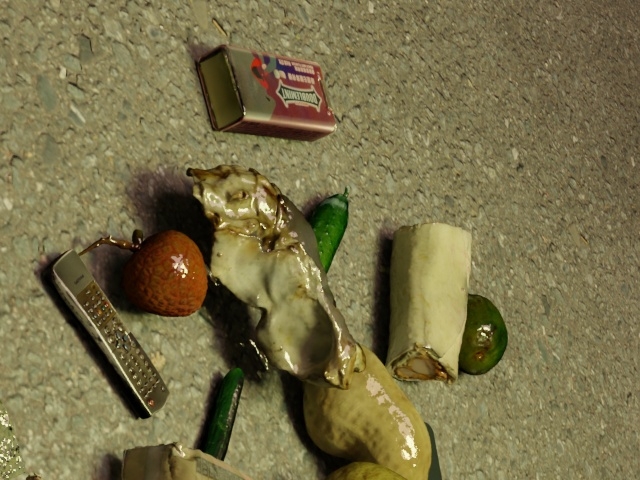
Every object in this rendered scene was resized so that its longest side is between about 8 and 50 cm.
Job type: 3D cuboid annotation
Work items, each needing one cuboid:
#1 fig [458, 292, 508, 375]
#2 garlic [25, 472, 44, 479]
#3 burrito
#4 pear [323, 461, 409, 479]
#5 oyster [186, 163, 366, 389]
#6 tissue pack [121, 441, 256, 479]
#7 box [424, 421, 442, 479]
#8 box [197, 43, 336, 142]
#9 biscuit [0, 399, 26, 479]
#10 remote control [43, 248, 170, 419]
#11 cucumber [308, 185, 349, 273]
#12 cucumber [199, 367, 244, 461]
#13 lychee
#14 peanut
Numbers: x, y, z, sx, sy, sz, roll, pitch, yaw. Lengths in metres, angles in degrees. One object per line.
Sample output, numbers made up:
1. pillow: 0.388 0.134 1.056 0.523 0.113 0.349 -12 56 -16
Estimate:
1. fig: 0.244 0.129 2.158 0.117 0.117 0.177 48 26 -28
2. garlic: -0.298 0.297 1.217 0.127 0.131 0.194 45 25 20
3. burrito: 0.165 0.080 2.056 0.143 0.105 0.299 40 41 -31
4. pear: 0.061 0.395 1.632 0.228 0.188 0.211 53 36 -25
5. oyster: -0.061 0.046 1.677 0.337 0.133 0.198 62 22 2
6. tissue pack: -0.126 0.364 1.439 0.215 0.123 0.256 38 45 -39
7. box: 0.120 0.361 1.870 0.160 0.050 0.230 18 57 -51
8. box: -0.073 -0.207 1.917 0.224 0.069 0.120 -1 73 -56
9. biscuit: -0.384 0.188 1.235 0.250 0.046 0.147 -15 83 -58
10. remote control: -0.240 0.107 1.517 0.212 0.028 0.059 59 29 -14
11. cucumber: 0.000 0.000 1.914 0.056 0.056 0.250 50 37 -25
12. cucumber: -0.122 0.230 1.612 0.184 0.033 0.036 -76 149 -41
13. lychee: -0.191 0.033 1.561 0.114 0.101 0.140 -57 132 -31
14. peanut: 0.062 0.246 1.770 0.253 0.137 0.122 51 2 10
